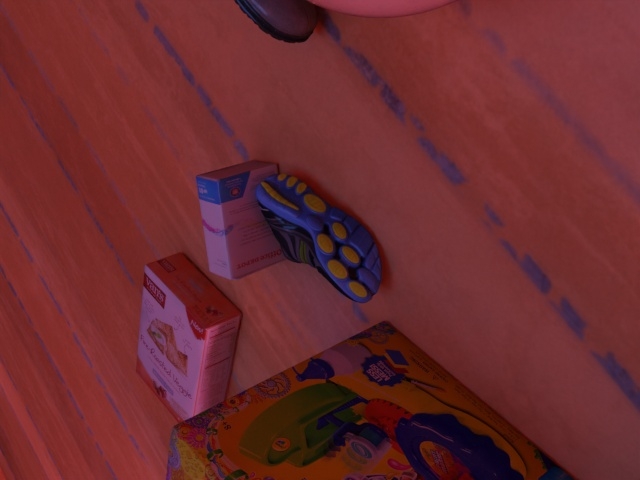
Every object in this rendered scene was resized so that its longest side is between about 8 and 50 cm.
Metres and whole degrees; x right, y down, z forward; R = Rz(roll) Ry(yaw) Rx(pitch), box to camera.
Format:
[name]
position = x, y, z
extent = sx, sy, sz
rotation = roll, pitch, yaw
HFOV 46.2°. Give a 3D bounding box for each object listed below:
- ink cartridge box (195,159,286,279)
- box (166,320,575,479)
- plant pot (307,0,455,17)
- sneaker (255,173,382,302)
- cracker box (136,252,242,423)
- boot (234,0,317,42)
[ink cartridge box]
position = -0.093, -0.025, 0.895
extent = 0.052, 0.089, 0.122
rotation = 14, 116, 46
[box]
position = 0.049, 0.268, 0.708
extent = 0.290, 0.279, 0.177
rotation = 38, 132, 32
[plant pot]
position = 0.045, -0.268, 0.521
extent = 0.284, 0.284, 0.191
rotation = 58, 175, 14
[sneaker]
position = 0.000, 0.000, 0.831
extent = 0.188, 0.067, 0.078
rotation = 43, 156, 27
[cracker box]
position = -0.204, 0.156, 1.124
extent = 0.156, 0.067, 0.232
rotation = 40, 132, 31
[boot]
position = -0.035, -0.327, 0.707
extent = 0.161, 0.083, 0.246
rotation = -23, 90, 46
